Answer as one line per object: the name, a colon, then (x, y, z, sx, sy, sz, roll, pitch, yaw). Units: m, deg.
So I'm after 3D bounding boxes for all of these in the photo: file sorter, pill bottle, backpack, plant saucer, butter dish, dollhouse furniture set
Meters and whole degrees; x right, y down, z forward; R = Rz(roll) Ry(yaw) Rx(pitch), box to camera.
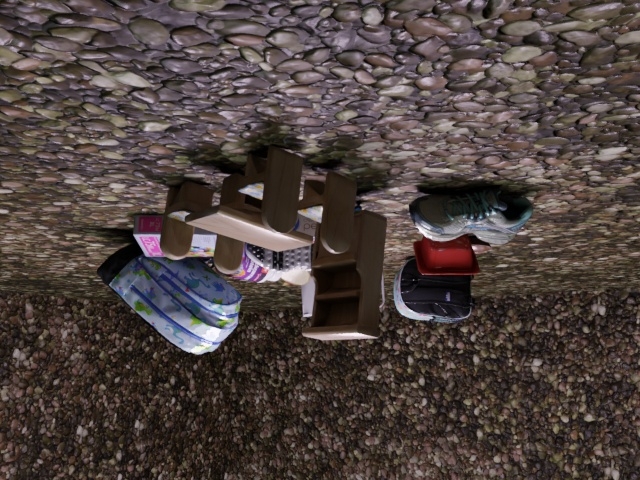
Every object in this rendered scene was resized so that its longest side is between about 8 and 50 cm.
file sorter: (0.071, 0.155, 2.289, 0.172, 0.193, 0.277, 2, 170, -30)
pill bottle: (-0.206, 0.065, 1.959, 0.193, 0.108, 0.108, 16, 162, -40)
backpack: (0.378, 0.170, 2.293, 0.253, 0.225, 0.191, 5, 164, -9)
plant saucer: (0.422, 0.015, 1.979, 0.168, 0.029, 0.168, 0, 169, 0)
backpack: (-0.395, 0.156, 1.861, 0.273, 0.356, 0.290, -35, 173, 8)
butter dish: (0.330, 0.008, 1.730, 0.160, 0.118, 0.160, 0, -147, -1)
dollhouse furniture set: (-0.070, 0.035, 1.302, 0.394, 0.257, 0.362, 19, 160, -38)

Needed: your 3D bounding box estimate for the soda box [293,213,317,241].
soda box: (-0.042, -0.036, 1.552, 0.215, 0.074, 0.069, 1, 170, -7)

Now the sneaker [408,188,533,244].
sneaker: (0.318, -0.069, 1.394, 0.282, 0.110, 0.122, 2, 152, -25)

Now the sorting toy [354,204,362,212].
sorting toy: (0.073, -0.054, 1.510, 0.102, 0.061, 0.042, 36, -161, -7)

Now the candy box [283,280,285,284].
candy box: (-0.084, 0.136, 2.554, 0.109, 0.053, 0.187, 1, 171, -8)

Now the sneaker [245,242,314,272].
sneaker: (-0.111, 0.039, 1.905, 0.118, 0.110, 0.292, 2, 174, 44)

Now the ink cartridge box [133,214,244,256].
ink cartridge box: (-0.300, -0.009, 1.684, 0.310, 0.065, 0.186, -2, 162, -5)

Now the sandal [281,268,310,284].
sandal: (-0.132, 0.057, 2.103, 0.240, 0.079, 0.088, 26, 122, -29)

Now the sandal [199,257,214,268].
sandal: (-0.375, 0.070, 2.169, 0.254, 0.055, 0.097, -6, 168, 28)
